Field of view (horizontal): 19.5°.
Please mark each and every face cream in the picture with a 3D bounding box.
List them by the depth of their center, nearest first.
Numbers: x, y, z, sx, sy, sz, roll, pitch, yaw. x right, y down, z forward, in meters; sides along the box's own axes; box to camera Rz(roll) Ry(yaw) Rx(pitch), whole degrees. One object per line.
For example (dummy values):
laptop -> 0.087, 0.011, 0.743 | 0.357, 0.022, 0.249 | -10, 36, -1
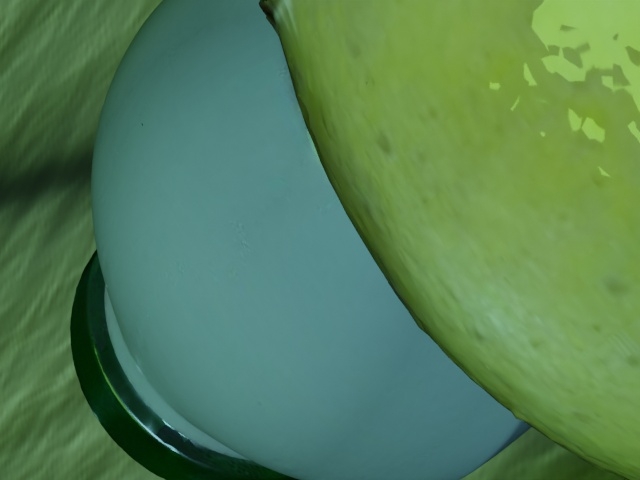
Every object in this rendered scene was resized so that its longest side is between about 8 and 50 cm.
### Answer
face cream -> 0.000, 0.000, 1.061 | 0.312, 0.219, 0.357 | 53, 147, 6

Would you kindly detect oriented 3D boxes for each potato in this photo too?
potato -> 0.233, -0.062, 0.729 | 0.442, 0.385, 0.319 | -27, 85, 23
